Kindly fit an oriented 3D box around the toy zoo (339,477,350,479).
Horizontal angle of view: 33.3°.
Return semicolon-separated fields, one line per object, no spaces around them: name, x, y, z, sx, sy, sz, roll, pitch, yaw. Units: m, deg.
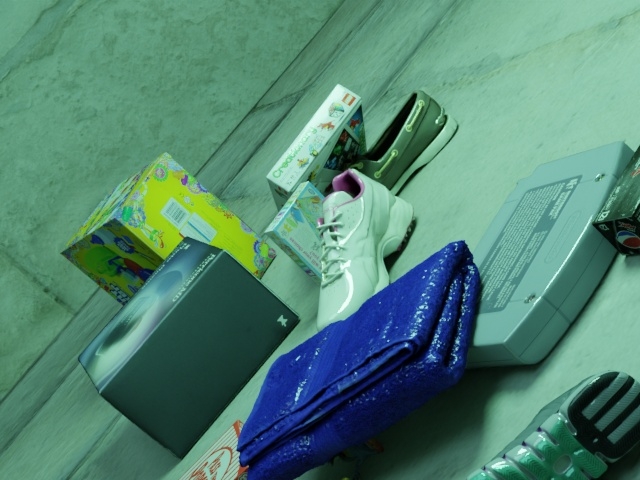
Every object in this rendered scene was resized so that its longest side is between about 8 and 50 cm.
toy zoo;-0.043;0.364;1.106;0.192;0.030;0.293;-38;19;27

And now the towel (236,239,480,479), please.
towel;0.036;0.135;1.194;0.308;0.076;0.227;-37;20;33

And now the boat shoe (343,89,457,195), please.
boat shoe;0.094;-0.117;1.783;0.305;0.091;0.109;-47;16;-2

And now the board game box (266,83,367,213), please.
board game box;0.003;-0.113;1.797;0.193;0.053;0.305;-53;-14;-12

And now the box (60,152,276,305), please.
box;-0.295;0.023;2.067;0.279;0.290;0.177;-24;28;54

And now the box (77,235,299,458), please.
box;-0.227;0.161;1.773;0.296;0.183;0.294;-50;18;-10

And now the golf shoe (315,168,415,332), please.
golf shoe;0.035;0.018;1.537;0.115;0.140;0.306;-32;23;37

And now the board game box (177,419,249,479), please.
board game box;-0.152;0.342;1.401;0.193;0.045;0.147;-45;17;3

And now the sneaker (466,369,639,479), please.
sneaker;0.183;0.196;0.904;0.224;0.083;0.098;-41;-4;4

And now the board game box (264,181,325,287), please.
board game box;0.000;0.000;1.630;0.026;0.154;0.103;-11;38;57

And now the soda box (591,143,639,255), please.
soda box;0.350;-0.065;1.100;0.169;0.053;0.060;-54;19;-23

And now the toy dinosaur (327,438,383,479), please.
toy dinosaur;0.039;0.230;1.209;0.082;0.047;0.090;-16;19;27

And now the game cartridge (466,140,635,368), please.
game cartridge;0.239;0.020;1.183;0.294;0.060;0.196;-55;15;-25
